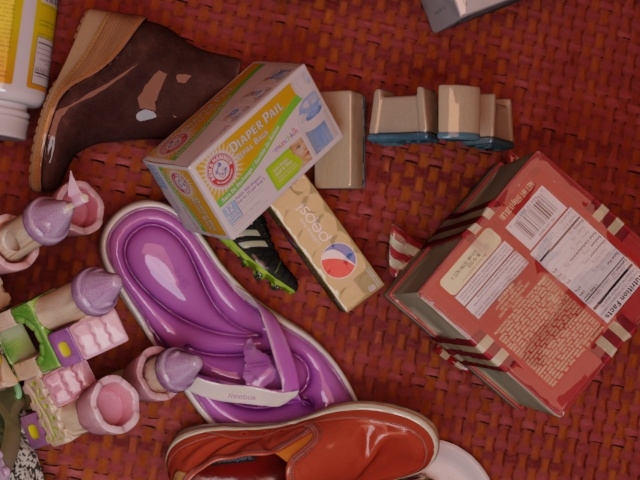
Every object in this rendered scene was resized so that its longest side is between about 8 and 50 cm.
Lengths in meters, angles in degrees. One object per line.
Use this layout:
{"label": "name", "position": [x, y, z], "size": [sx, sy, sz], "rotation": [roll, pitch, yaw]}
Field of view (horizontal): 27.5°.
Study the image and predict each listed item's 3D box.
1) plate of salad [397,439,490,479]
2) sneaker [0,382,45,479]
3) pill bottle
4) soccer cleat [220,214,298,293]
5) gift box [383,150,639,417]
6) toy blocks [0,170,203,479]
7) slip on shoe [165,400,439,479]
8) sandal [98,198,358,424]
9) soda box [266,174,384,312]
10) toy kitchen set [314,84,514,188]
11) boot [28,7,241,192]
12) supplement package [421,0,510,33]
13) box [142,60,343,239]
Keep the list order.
{"label": "plate of salad", "position": [0.131, 0.352, 1.656], "size": [0.200, 0.048, 0.199], "rotation": [0, 90, -9]}
{"label": "sneaker", "position": [-0.416, 0.197, 1.553], "size": [0.182, 0.158, 0.410], "rotation": [-21, 91, -39]}
{"label": "pill bottle", "position": [-0.377, -0.230, 1.546], "size": [0.117, 0.117, 0.214], "rotation": [7, 88, -9]}
{"label": "soccer cleat", "position": [-0.086, -0.007, 1.621], "size": [0.179, 0.060, 0.072], "rotation": [43, 79, -4]}
{"label": "gift box", "position": [0.233, 0.033, 1.568], "size": [0.255, 0.258, 0.276], "rotation": [-45, 91, -7]}
{"label": "toy blocks", "position": [-0.295, 0.099, 1.425], "size": [0.309, 0.260, 0.288], "rotation": [-29, 96, -47]}
{"label": "slip on shoe", "position": [-0.020, 0.269, 1.560], "size": [0.331, 0.101, 0.123], "rotation": [-5, 119, -2]}
{"label": "sandal", "position": [-0.117, 0.129, 1.590], "size": [0.416, 0.102, 0.169], "rotation": [45, 86, -8]}
{"label": "soda box", "position": [0.000, 0.000, 1.633], "size": [0.061, 0.058, 0.181], "rotation": [-36, 95, -7]}
{"label": "toy kitchen set", "position": [0.120, -0.123, 1.652], "size": [0.207, 0.166, 0.122], "rotation": [0, 89, 28]}
{"label": "boot", "position": [-0.225, -0.146, 1.582], "size": [0.207, 0.090, 0.248], "rotation": [21, 83, -6]}
{"label": "supplement package", "position": [0.243, -0.370, 1.633], "size": [0.244, 0.139, 0.133], "rotation": [-22, 94, -10]}
{"label": "box", "position": [-0.091, -0.110, 1.551], "size": [0.203, 0.103, 0.114], "rotation": [-45, 122, -24]}
